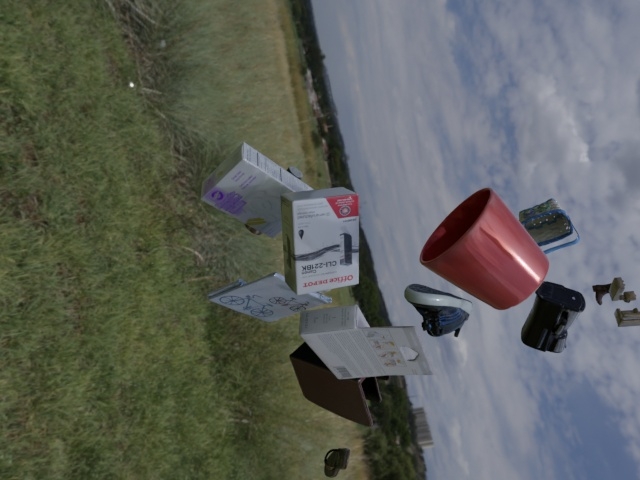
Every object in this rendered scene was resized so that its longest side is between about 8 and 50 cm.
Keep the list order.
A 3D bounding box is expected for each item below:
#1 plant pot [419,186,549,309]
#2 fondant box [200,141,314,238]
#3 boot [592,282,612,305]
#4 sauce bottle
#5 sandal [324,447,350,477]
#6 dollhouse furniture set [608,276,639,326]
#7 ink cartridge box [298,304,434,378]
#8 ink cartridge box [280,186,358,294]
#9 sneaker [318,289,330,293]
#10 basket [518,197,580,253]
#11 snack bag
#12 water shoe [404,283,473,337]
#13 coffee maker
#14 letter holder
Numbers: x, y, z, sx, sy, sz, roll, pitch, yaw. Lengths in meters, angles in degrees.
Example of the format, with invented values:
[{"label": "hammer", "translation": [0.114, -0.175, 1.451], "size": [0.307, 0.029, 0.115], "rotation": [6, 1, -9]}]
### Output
[{"label": "plant pot", "translation": [0.446, 0.035, 1.178], "size": [0.243, 0.275, 0.275], "rotation": [40, 7, -3]}, {"label": "fondant box", "translation": [-0.215, -0.163, 1.552], "size": [0.330, 0.238, 0.096], "rotation": [31, 37, -35]}, {"label": "boot", "translation": [1.294, 0.239, 1.973], "size": [0.037, 0.114, 0.107], "rotation": [-39, 107, -46]}, {"label": "sauce bottle", "translation": [-0.202, -0.173, 1.894], "size": [0.111, 0.344, 0.111], "rotation": [30, 29, -19]}, {"label": "sandal", "translation": [0.046, 0.789, 1.577], "size": [0.219, 0.060, 0.090], "rotation": [118, -12, -55]}, {"label": "dollhouse furniture set", "translation": [1.242, 0.241, 1.750], "size": [0.144, 0.123, 0.151], "rotation": [61, 27, -51]}, {"label": "ink cartridge box", "translation": [0.120, 0.250, 1.059], "size": [0.296, 0.260, 0.066], "rotation": [61, 27, -49]}, {"label": "ink cartridge box", "translation": [0.000, 0.000, 1.252], "size": [0.114, 0.196, 0.273], "rotation": [-141, -134, -62]}, {"label": "sneaker", "translation": [0.001, 0.081, 1.787], "size": [0.107, 0.109, 0.276], "rotation": [30, 35, -55]}, {"label": "basket", "translation": [1.088, -0.048, 2.144], "size": [0.201, 0.254, 0.289], "rotation": [43, 35, -32]}, {"label": "snack bag", "translation": [-0.182, 0.205, 1.590], "size": [0.323, 0.342, 0.037], "rotation": [32, 46, -43]}, {"label": "water shoe", "translation": [0.204, 0.128, 0.753], "size": [0.203, 0.072, 0.080], "rotation": [19, 90, -47]}, {"label": "coffee maker", "translation": [0.639, 0.213, 1.265], "size": [0.171, 0.120, 0.178], "rotation": [35, -45, 38]}, {"label": "letter holder", "translation": [0.074, 0.466, 1.493], "size": [0.152, 0.301, 0.215], "rotation": [-35, 119, -40]}]
